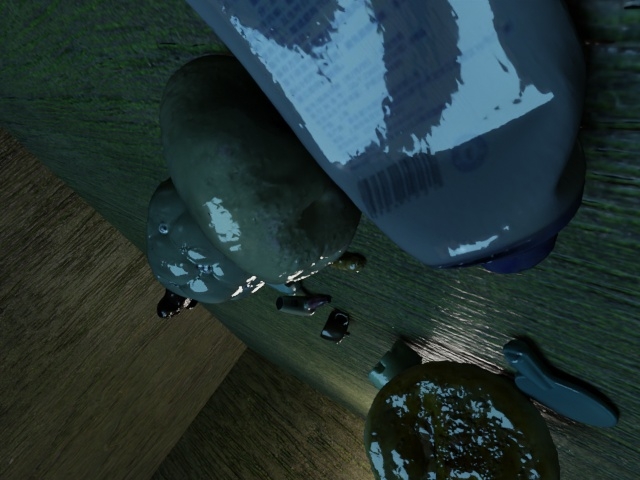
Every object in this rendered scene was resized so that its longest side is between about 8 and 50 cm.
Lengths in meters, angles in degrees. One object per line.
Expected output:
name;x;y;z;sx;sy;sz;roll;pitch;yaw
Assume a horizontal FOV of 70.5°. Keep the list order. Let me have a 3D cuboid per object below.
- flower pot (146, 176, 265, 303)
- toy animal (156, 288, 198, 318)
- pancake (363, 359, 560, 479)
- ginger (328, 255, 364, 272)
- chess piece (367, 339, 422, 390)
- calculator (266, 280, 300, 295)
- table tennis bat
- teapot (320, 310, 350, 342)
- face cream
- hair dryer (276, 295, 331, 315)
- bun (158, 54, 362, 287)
flower pot;-0.178;-0.011;0.792;0.195;0.246;0.246;2;155;0
toy animal;-0.363;0.111;1.162;0.116;0.179;0.218;40;163;15
pancake;0.250;0.420;0.858;0.387;0.387;0.082;24;-169;30
ginger;0.000;0.000;0.786;0.193;0.052;0.176;44;153;-20
chess piece;0.252;0.361;1.001;0.299;0.194;0.194;40;161;16
calculator;-0.143;0.063;1.161;0.184;0.042;0.295;21;154;37
table tennis bat;0.368;0.234;0.723;0.244;0.040;0.153;42;159;-24
teapot;0.047;0.226;1.176;0.068;0.076;0.121;25;129;3
face cream;0.040;-0.136;0.324;0.235;0.137;0.420;-24;115;44
hair dryer;-0.029;0.158;1.166;0.106;0.054;0.154;15;155;-42
bun;-0.053;-0.083;0.511;0.273;0.168;0.273;53;-166;-19
